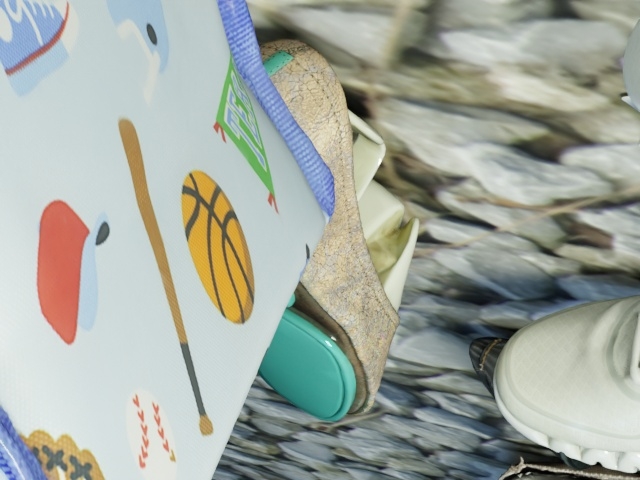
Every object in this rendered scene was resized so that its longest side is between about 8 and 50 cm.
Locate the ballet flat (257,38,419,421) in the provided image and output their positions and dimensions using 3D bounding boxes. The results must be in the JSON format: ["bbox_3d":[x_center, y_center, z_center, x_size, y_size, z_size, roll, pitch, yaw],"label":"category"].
[{"bbox_3d":[0.000,0.000,0.967,0.107,0.106,0.316,35,165,19],"label":"ballet flat"}]

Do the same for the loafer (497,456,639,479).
[{"bbox_3d":[0.283,0.250,1.450,0.366,0.134,0.130,7,161,24],"label":"loafer"}]

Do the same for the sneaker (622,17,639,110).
[{"bbox_3d":[0.250,-0.050,0.618,0.296,0.104,0.147,-7,147,41],"label":"sneaker"}]

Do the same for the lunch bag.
[{"bbox_3d":[-0.228,0.011,0.630,0.385,0.328,0.239,-17,107,19],"label":"lunch bag"}]

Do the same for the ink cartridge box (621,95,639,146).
[{"bbox_3d":[0.173,-0.046,0.821,0.048,0.028,0.083,29,158,-36],"label":"ink cartridge box"}]

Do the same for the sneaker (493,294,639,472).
[{"bbox_3d":[0.222,0.055,0.986,0.292,0.110,0.118,-4,148,26],"label":"sneaker"}]

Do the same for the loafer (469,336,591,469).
[{"bbox_3d":[0.152,0.102,1.259,0.061,0.062,0.170,30,169,34],"label":"loafer"}]
